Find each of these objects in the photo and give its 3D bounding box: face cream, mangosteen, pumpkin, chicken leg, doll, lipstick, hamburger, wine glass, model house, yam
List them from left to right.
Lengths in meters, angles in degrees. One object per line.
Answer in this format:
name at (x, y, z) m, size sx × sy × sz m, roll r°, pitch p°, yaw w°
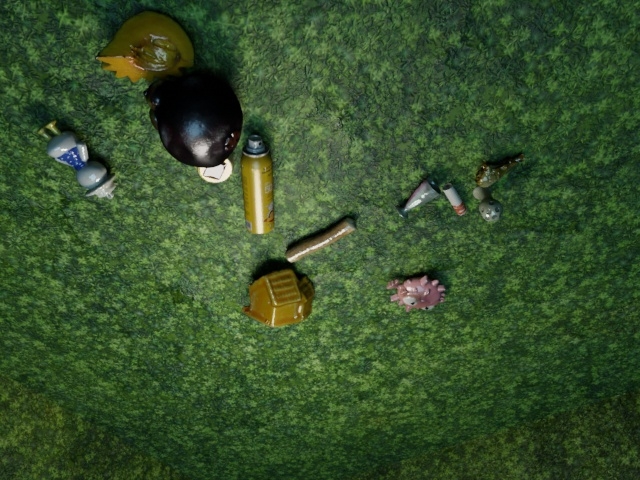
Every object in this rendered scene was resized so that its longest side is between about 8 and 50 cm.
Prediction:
doll at (-0.769, -0.250, 1.530) m, size 0.139 × 0.119 × 0.293 m, roll -21°, pitch 122°, yaw 25°
pumpkin at (-0.478, -0.534, 1.326) m, size 0.254 × 0.130 × 0.149 m, roll -4°, pitch 85°, yaw -10°
mangosteen at (-0.374, -0.357, 1.372) m, size 0.303 × 0.275 × 0.274 m, roll 27°, pitch 127°, yaw 6°
hamburger at (-0.351, -0.254, 1.553) m, size 0.141 × 0.081 × 0.126 m, roll 1°, pitch 132°, yaw -18°
face cream at (-0.210, -0.187, 1.596) m, size 0.105 × 0.104 × 0.348 m, roll 1°, pitch 129°, yaw -2°
model house at (-0.153, 0.208, 1.905) m, size 0.268 × 0.173 × 0.238 m, roll -10°, pitch 122°, yaw -33°
yam at (0.000, 0.000, 1.783) m, size 0.300 × 0.066 × 0.066 m, roll -27°, pitch 125°, yaw 18°
doll at (0.393, 0.212, 1.944) m, size 0.262 × 0.093 × 0.211 m, roll 22°, pitch 132°, yaw -22°
wine glass at (0.339, -0.144, 1.666) m, size 0.073 × 0.073 × 0.155 m, roll 35°, pitch 121°, yaw -26°
lipstick at (0.476, -0.146, 1.690) m, size 0.039 × 0.038 × 0.130 m, roll -28°, pitch 124°, yaw 20°
chicken leg at (0.601, -0.243, 1.598) m, size 0.178 × 0.070 × 0.093 m, roll -26°, pitch 143°, yaw 9°

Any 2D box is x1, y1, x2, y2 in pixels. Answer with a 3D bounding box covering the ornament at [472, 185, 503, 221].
ornament at (0.575, -0.123, 1.636) m, size 0.075 × 0.156 × 0.081 m, roll 13°, pitch 127°, yaw -11°
